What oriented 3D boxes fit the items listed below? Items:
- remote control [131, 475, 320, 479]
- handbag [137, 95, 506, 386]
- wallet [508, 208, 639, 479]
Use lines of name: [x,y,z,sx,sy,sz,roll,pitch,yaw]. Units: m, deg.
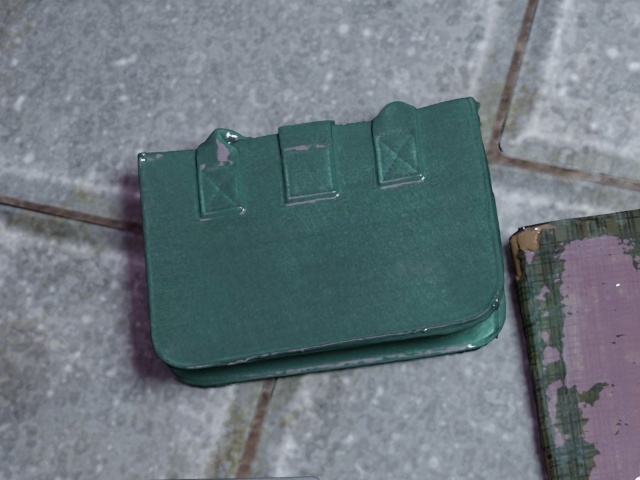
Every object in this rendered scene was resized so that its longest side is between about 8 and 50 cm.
remote control: [-0.090,0.233,1.660,0.184,0.027,0.050,-3,68,8]
handbag: [0.000,0.001,1.706,0.326,0.089,0.238,-9,67,7]
wallet: [0.268,0.125,1.632,0.169,0.044,0.317,-9,68,5]
